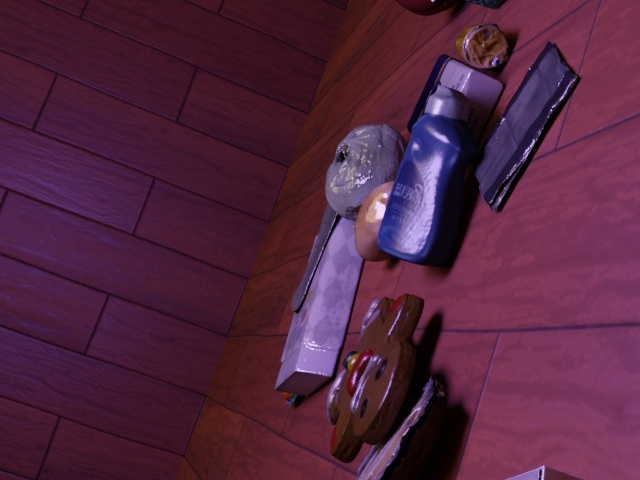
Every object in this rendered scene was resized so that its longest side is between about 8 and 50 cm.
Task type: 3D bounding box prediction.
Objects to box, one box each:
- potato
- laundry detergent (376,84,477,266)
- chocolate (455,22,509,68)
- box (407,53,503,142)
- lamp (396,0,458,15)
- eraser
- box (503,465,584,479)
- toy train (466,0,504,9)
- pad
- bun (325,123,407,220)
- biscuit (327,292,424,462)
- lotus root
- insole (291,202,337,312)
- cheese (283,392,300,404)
[{"bbox_3d":[0.121,-0.033,1.670,0.178,0.109,0.118,115,148,-44],"label":"potato"},{"bbox_3d":[0.180,-0.108,1.426,0.143,0.094,0.290,22,101,61],"label":"laundry detergent"},{"bbox_3d":[0.279,-0.356,1.592,0.219,0.085,0.085,-94,28,-76],"label":"chocolate"},{"bbox_3d":[0.237,-0.241,1.594,0.259,0.071,0.168,-109,41,-71],"label":"box"},{"bbox_3d":[0.248,-0.597,1.895,0.227,0.227,0.227,-159,90,-79],"label":"lamp"},{"bbox_3d":[0.007,0.138,1.958,0.213,0.082,0.397,130,159,-61],"label":"eraser"},{"bbox_3d":[0.193,0.298,0.851,0.130,0.051,0.129,131,158,-57],"label":"box"},{"bbox_3d":[0.319,-0.567,1.588,0.266,0.145,0.202,136,144,-66],"label":"toy train"},{"bbox_3d":[0.297,-0.170,1.307,0.174,0.022,0.233,-88,23,-60],"label":"pad"},{"bbox_3d":[0.090,-0.151,1.885,0.221,0.108,0.221,-25,50,34],"label":"bun"},{"bbox_3d":[0.075,0.205,1.381,0.432,0.064,0.283,-102,36,-87],"label":"biscuit"},{"bbox_3d":[0.095,0.330,1.196,0.329,0.078,0.167,-59,0,23],"label":"lotus root"},{"bbox_3d":[0.000,0.000,2.005,0.119,0.009,0.348,176,116,-76],"label":"insole"},{"bbox_3d":[-0.058,0.300,2.084,0.256,0.037,0.106,-93,28,-63],"label":"cheese"}]
